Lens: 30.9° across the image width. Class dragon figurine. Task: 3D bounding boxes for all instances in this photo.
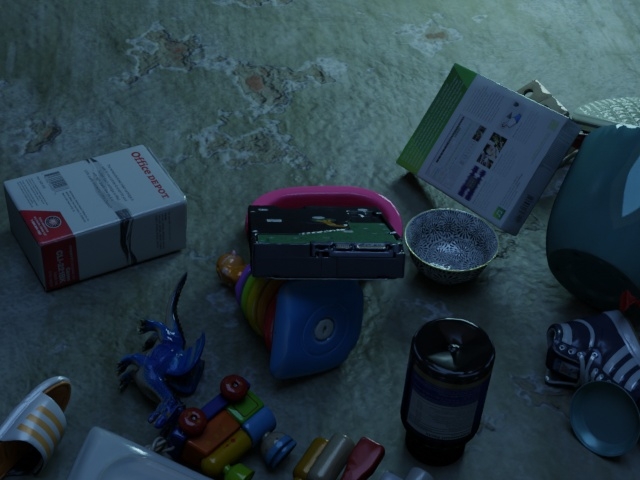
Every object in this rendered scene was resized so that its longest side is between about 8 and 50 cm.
[{"bbox_3d":[-0.226,0.188,1.824,0.144,0.085,0.289,17,47,11],"label":"dragon figurine"}]

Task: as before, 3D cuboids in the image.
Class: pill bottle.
[{"bbox_3d":[0.183,0.230,1.713,0.122,0.219,0.123,3,41,-2],"label":"pill bottle"}]

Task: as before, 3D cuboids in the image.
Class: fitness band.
[{"bbox_3d":[0.007,-0.024,2.120,0.290,0.054,0.209,-1,41,-8],"label":"fitness band"}]

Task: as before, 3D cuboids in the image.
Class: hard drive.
[{"bbox_3d":[0.000,0.000,1.890,0.237,0.064,0.339,0,11,-6],"label":"hard drive"}]

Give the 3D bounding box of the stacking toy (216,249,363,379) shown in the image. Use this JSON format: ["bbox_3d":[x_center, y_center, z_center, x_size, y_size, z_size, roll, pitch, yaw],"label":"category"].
[{"bbox_3d":[-0.081,0.091,1.926,0.165,0.175,0.302,-9,25,-37],"label":"stacking toy"}]

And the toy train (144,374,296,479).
[{"bbox_3d":[-0.159,0.319,1.682,0.143,0.105,0.248,40,51,17],"label":"toy train"}]

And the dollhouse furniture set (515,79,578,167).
[{"bbox_3d":[0.407,-0.205,2.342,0.183,0.129,0.129,-34,46,2],"label":"dollhouse furniture set"}]

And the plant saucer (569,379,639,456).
[{"bbox_3d":[0.440,0.271,1.777,0.119,0.119,0.021,35,28,31],"label":"plant saucer"}]

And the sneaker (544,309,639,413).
[{"bbox_3d":[0.453,0.228,1.836,0.153,0.099,0.282,-6,41,-11],"label":"sneaker"}]

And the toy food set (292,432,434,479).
[{"bbox_3d":[0.063,0.357,1.644,0.232,0.111,0.104,25,57,21],"label":"toy food set"}]

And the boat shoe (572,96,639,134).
[{"bbox_3d":[0.707,-0.164,2.276,0.187,0.156,0.500,-26,38,-37],"label":"boat shoe"}]

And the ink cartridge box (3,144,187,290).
[{"bbox_3d":[-0.397,-0.046,2.059,0.273,0.114,0.197,-19,45,-24],"label":"ink cartridge box"}]

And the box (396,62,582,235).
[{"bbox_3d":[0.307,-0.177,2.167,0.058,0.232,0.322,24,10,-44],"label":"box"}]

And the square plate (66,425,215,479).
[{"bbox_3d":[-0.196,0.429,1.499,0.347,0.049,0.344,25,42,-5],"label":"square plate"}]

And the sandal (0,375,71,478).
[{"bbox_3d":[-0.433,0.312,1.663,0.076,0.102,0.265,27,54,22],"label":"sandal"}]

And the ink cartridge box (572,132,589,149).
[{"bbox_3d":[0.590,-0.120,2.093,0.261,0.066,0.296,18,-4,-42],"label":"ink cartridge box"}]

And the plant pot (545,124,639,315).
[{"bbox_3d":[0.526,-0.015,1.992,0.293,0.293,0.235,26,67,23],"label":"plant pot"}]

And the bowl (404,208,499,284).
[{"bbox_3d":[0.229,0.025,2.061,0.170,0.080,0.170,3,41,-2],"label":"bowl"}]

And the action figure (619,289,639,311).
[{"bbox_3d":[0.608,0.185,1.850,0.280,0.091,0.139,35,37,-12],"label":"action figure"}]
